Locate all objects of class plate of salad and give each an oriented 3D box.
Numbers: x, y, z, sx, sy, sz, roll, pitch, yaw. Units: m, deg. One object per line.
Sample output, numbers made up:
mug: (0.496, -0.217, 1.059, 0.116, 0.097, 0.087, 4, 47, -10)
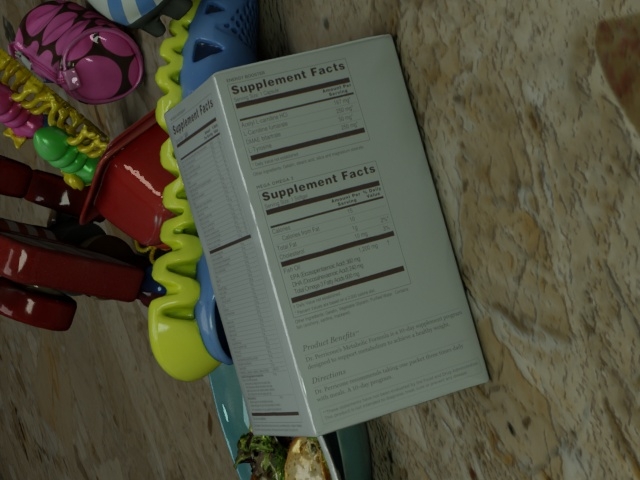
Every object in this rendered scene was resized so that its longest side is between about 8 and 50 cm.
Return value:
plate of salad: (-0.028, 0.205, 1.190, 0.200, 0.048, 0.200, 48, 146, 48)

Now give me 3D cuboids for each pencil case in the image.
pencil case: (-0.270, -0.204, 1.557, 0.209, 0.098, 0.095, 29, 130, 60)

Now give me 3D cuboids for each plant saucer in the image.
plant saucer: (-0.030, 0.147, 1.277, 0.317, 0.043, 0.318, 47, 145, 48)

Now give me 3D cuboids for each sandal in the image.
sandal: (-0.056, -0.049, 1.130, 0.126, 0.138, 0.318, 21, -114, -73)

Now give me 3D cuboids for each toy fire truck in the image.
toy fire truck: (-0.283, 0.020, 1.526, 0.253, 0.302, 0.169, 20, 91, 38)

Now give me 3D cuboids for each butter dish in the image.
butter dish: (-0.122, -0.052, 1.274, 0.118, 0.160, 0.160, 48, 154, 4)

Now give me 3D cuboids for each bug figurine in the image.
bug figurine: (-0.250, -0.087, 1.470, 0.279, 0.072, 0.216, 39, 177, 41)

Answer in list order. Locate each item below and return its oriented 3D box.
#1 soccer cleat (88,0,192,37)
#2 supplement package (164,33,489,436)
soccer cleat: (-0.104, -0.249, 0.984, 0.143, 0.116, 0.331, 35, 148, -18)
supplement package: (0.000, 0.000, 0.986, 0.139, 0.133, 0.244, -17, 88, 68)
